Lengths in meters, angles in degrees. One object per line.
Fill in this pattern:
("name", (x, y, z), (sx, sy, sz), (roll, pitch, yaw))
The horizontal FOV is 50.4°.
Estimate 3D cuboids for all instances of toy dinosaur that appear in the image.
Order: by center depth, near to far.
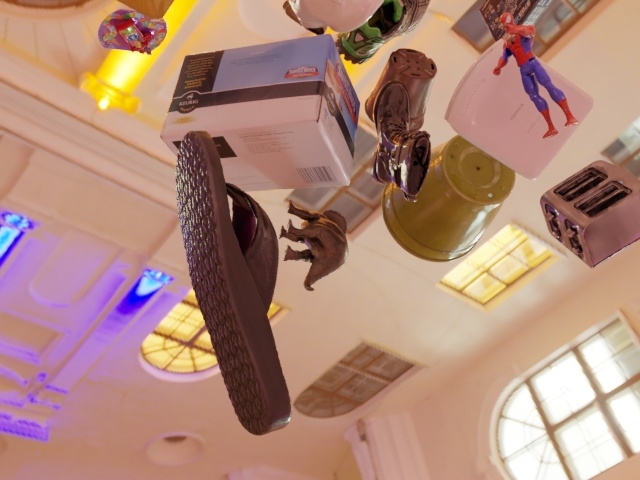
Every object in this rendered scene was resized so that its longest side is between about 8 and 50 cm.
("toy dinosaur", (0.000, 0.000, 1.447), (0.160, 0.121, 0.313), (11, -159, -14))

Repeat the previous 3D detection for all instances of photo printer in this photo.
("photo printer", (0.478, -0.326, 1.678), (0.307, 0.256, 0.107), (29, -161, -18))

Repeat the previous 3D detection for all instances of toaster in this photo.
("toaster", (0.548, -0.056, 1.329), (0.110, 0.185, 0.168), (56, -176, -30))

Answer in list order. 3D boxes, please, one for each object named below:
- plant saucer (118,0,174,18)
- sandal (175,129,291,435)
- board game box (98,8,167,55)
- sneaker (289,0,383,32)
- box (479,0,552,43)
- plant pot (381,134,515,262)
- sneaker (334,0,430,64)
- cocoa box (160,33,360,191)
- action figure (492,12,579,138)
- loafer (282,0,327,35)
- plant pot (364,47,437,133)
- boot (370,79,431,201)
("plant saucer", (-0.382, -0.659, 1.360), (0.333, 0.333, 0.081), (29, 166, 3))
("sandal", (-0.117, 0.056, 1.004), (0.107, 0.167, 0.446), (-14, -92, -32))
("board game box", (-0.454, -0.499, 1.664), (0.168, 0.133, 0.033), (-3, -118, -36))
("sneaker", (0.011, -0.412, 1.157), (0.212, 0.080, 0.094), (16, 159, 48))
("box", (0.538, -0.655, 1.864), (0.051, 0.220, 0.175), (-1, -122, -25))
("plant pot", (0.418, -0.156, 2.124), (0.366, 0.353, 0.366), (5, -110, -13))
("sneaker", (0.191, -0.578, 1.724), (0.134, 0.146, 0.343), (46, -116, -10))
("cocoa box", (-0.116, -0.260, 1.447), (0.231, 0.347, 0.228), (57, -144, -55))
("action figure", (0.425, -0.351, 1.422), (0.139, 0.091, 0.280), (-16, -100, -40))
("loafer", (-0.037, -0.615, 1.876), (0.148, 0.056, 0.050), (21, -143, -29))
("plant pot", (0.214, -0.391, 1.750), (0.167, 0.165, 0.167), (9, -132, -10))
("boot", (0.187, -0.223, 1.483), (0.091, 0.263, 0.229), (2, -172, -14))
